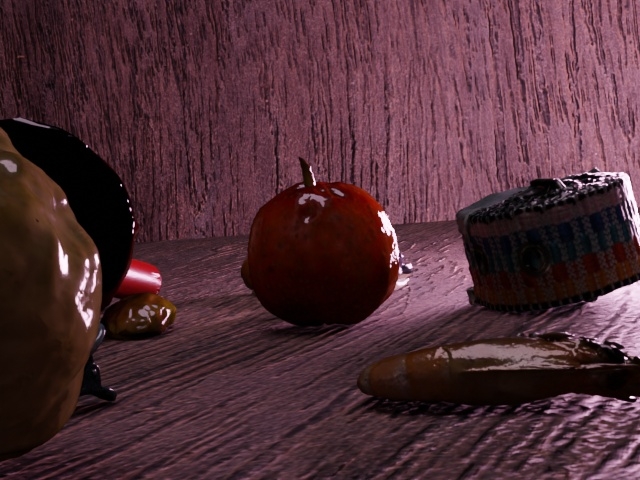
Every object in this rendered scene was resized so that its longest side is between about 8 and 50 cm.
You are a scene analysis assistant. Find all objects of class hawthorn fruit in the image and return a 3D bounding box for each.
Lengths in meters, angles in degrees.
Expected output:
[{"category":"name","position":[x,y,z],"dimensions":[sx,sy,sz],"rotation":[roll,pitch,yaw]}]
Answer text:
[{"category":"hawthorn fruit","position":[0.000,0.000,1.313],"dimensions":[0.179,0.200,0.179],"rotation":[-11,4,1]}]

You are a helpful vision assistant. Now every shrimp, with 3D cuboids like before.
[{"category":"shrimp","position":[0.142,0.102,0.849],"dimensions":[0.236,0.053,0.133],"rotation":[-7,-18,25]}]

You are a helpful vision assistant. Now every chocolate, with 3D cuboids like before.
[{"category":"chocolate","position":[-0.369,0.000,1.425],"dimensions":[0.284,0.283,0.186],"rotation":[-6,-4,-12]}]

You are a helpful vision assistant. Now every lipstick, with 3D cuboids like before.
[{"category":"lipstick","position":[-0.351,0.037,1.632],"dimensions":[0.073,0.073,0.280],"rotation":[-2,-14,41]}]

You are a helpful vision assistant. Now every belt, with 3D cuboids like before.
[{"category":"belt","position":[0.271,0.002,1.332],"dimensions":[0.207,0.150,0.257],"rotation":[-15,4,-6]}]

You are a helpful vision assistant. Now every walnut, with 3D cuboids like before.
[{"category":"walnut","position":[-0.294,0.032,0.722],"dimensions":[0.282,0.253,0.277],"rotation":[6,40,-41]}]

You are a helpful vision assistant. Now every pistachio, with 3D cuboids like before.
[{"category":"pistachio","position":[-0.227,0.089,1.415],"dimensions":[0.090,0.049,0.173],"rotation":[-6,4,-21]}]

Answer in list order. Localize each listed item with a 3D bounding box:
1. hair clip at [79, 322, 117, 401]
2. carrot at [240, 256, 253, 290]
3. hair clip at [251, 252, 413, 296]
[{"category":"hair clip","position":[-0.256,0.130,0.887],"dimensions":[0.039,0.070,0.229],"rotation":[3,15,40]},{"category":"carrot","position":[-0.046,0.052,1.637],"dimensions":[0.061,0.061,0.210],"rotation":[-7,6,-28]},{"category":"hair clip","position":[0.030,0.048,1.498],"dimensions":[0.292,0.084,0.106],"rotation":[-6,-40,-50]}]
